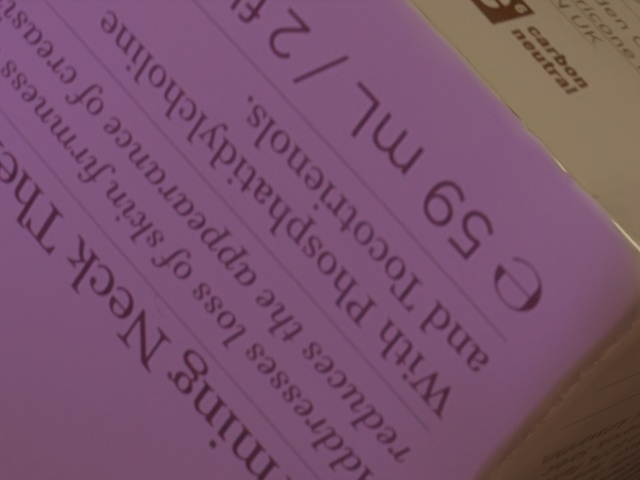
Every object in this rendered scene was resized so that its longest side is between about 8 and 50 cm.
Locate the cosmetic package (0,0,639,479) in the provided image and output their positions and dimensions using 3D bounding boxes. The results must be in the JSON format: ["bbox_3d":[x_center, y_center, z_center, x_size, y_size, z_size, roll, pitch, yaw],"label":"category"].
[{"bbox_3d":[0.000,0.000,0.835,0.329,0.393,0.327,48,35,17],"label":"cosmetic package"}]
